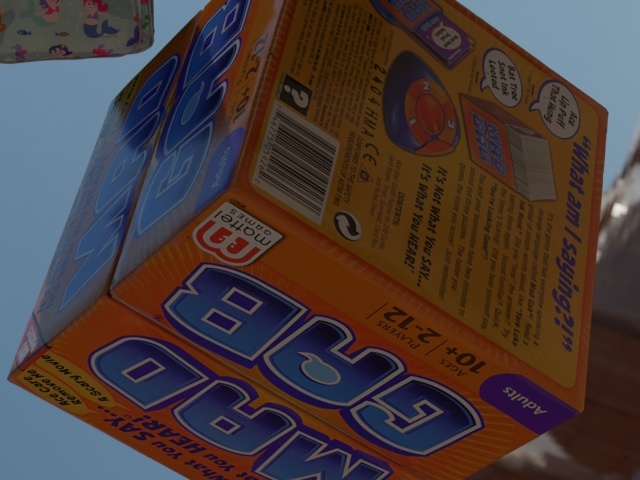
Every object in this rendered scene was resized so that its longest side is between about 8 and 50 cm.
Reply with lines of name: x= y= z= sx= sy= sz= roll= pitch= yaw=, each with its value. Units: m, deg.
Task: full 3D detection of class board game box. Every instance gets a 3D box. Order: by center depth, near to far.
board game box: x=0.000 y=0.000 z=1.502 sx=0.356 sy=0.356 sz=0.356 roll=-38 pitch=28 yaw=42

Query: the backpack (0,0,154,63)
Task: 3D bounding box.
backpack: x=-0.289 y=-0.318 z=1.812 sx=0.191 sy=0.225 sz=0.253 roll=-109 pitch=18 yaw=-60
